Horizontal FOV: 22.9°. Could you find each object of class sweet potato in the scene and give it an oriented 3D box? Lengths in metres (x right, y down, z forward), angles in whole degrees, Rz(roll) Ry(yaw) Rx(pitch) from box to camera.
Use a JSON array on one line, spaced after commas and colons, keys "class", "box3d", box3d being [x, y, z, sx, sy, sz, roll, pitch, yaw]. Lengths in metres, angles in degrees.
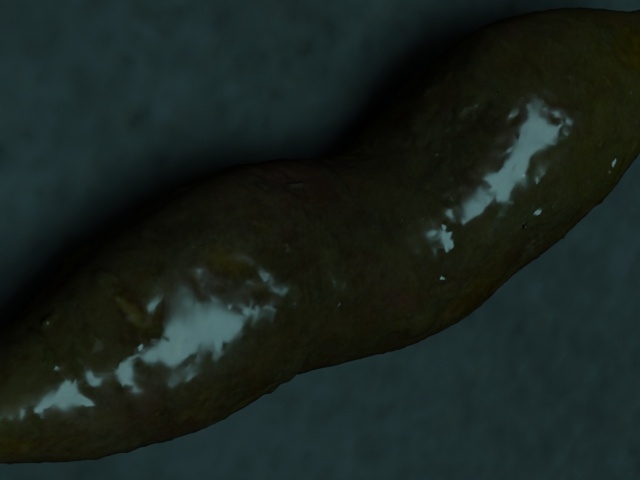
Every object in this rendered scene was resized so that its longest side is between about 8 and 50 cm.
[{"class": "sweet potato", "box3d": [0.001, 0.003, 0.364, 0.218, 0.051, 0.065, -30, 124, -22]}]
